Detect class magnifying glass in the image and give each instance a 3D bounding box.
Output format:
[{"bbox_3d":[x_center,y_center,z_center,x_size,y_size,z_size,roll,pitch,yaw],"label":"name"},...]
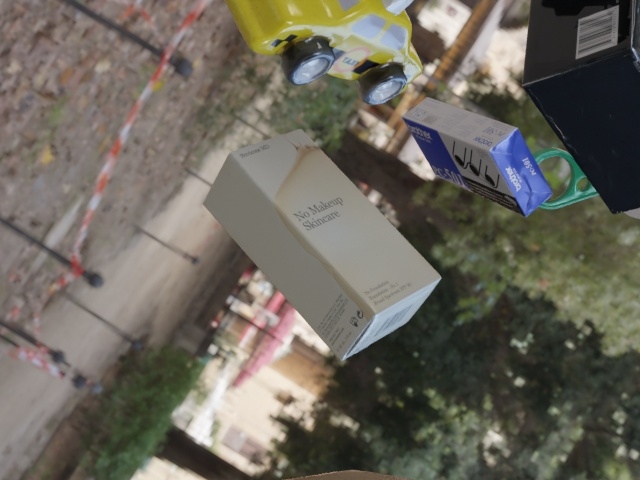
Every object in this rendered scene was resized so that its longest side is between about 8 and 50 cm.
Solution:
[{"bbox_3d":[0.407,-0.086,1.680,0.026,0.230,0.092,-132,-128,-66],"label":"magnifying glass"}]

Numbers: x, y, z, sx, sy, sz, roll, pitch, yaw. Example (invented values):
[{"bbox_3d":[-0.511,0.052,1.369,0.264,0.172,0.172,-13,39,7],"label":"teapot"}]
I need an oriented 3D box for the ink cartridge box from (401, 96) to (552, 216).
[{"bbox_3d":[0.179,-0.102,1.288,0.046,0.097,0.207,-38,-153,-8],"label":"ink cartridge box"}]

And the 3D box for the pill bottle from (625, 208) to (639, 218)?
[{"bbox_3d":[0.415,-0.096,1.174,0.221,0.124,0.124,-16,163,-25],"label":"pill bottle"}]

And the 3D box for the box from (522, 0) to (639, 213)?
[{"bbox_3d":[0.269,-0.185,0.969,0.103,0.184,0.261,-17,-135,36],"label":"box"}]

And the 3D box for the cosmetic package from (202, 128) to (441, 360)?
[{"bbox_3d":[0.000,0.000,1.543,0.160,0.309,0.113,-26,157,-45],"label":"cosmetic package"}]

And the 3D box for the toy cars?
[{"bbox_3d":[-0.055,-0.225,0.700,0.087,0.393,0.176,-37,-153,27],"label":"toy cars"}]

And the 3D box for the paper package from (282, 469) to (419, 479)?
[{"bbox_3d":[0.031,0.395,1.350,0.309,0.324,0.168,-2,-93,45],"label":"paper package"}]
